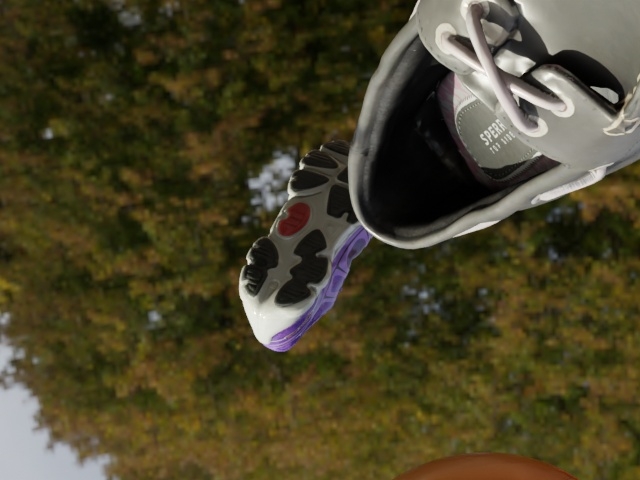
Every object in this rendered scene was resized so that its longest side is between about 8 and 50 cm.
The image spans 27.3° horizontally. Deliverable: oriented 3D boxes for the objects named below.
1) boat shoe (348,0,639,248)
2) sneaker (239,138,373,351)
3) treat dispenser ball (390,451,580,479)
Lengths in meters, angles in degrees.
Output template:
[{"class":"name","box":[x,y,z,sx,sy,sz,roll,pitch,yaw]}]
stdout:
[{"class":"boat shoe","box":[0.078,-0.057,0.555,0.095,0.112,0.335,-39,175,-10]},{"class":"sneaker","box":[0.000,0.000,0.859,0.068,0.071,0.170,26,-122,19]},{"class":"treat dispenser ball","box":[0.132,0.312,1.041,0.288,0.288,0.288,-5,-158,2]}]
